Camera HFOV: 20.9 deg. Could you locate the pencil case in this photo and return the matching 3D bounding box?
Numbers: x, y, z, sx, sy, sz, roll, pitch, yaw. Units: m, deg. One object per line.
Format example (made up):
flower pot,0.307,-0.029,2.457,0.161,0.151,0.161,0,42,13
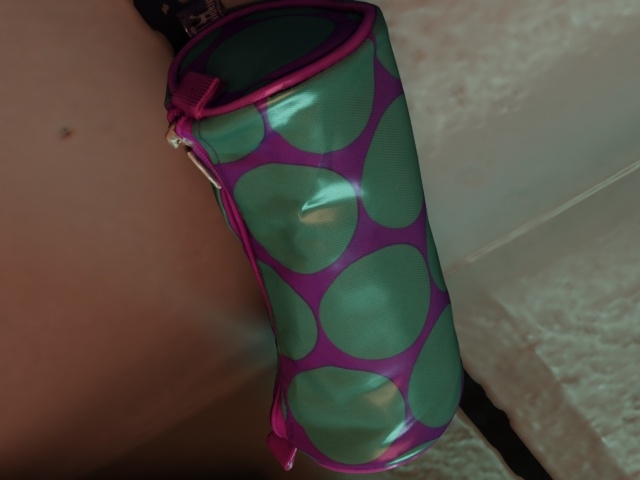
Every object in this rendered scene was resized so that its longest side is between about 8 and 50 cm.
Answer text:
pencil case,0.000,0.000,0.526,0.070,0.064,0.151,-26,126,-12
